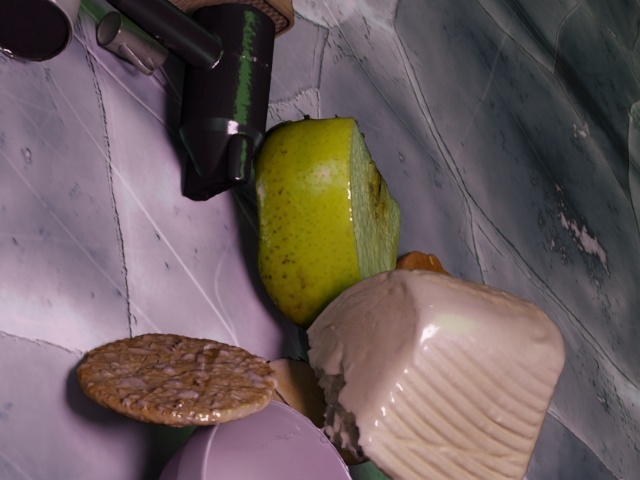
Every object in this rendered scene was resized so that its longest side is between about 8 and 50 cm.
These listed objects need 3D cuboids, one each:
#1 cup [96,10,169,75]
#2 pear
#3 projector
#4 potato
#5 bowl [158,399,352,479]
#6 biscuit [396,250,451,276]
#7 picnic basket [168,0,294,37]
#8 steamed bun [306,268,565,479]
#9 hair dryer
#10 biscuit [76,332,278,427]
[{"bbox_3d":[-0.240,-0.246,1.922,0.083,0.054,0.075,22,67,-45],"label":"cup"},{"bbox_3d":[0.000,0.000,1.988,0.292,0.159,0.292,-7,90,-75],"label":"pear"},{"bbox_3d":[-0.325,-0.367,1.826,0.108,0.108,0.337,40,38,-35],"label":"projector"},{"bbox_3d":[-0.009,0.226,1.889,0.200,0.081,0.164,23,24,-41],"label":"potato"},{"bbox_3d":[-0.080,0.327,1.640,0.287,0.143,0.287,35,41,-38],"label":"bowl"},{"bbox_3d":[0.159,0.118,2.269,0.184,0.035,0.249,36,40,-40],"label":"biscuit"},{"bbox_3d":[-0.163,-0.362,2.012,0.266,0.165,0.139,33,41,-42],"label":"picnic basket"},{"bbox_3d":[0.119,0.155,1.843,0.290,0.273,0.272,24,6,-40],"label":"steamed bun"},{"bbox_3d":[-0.173,-0.206,1.864,0.302,0.116,0.244,33,53,-49],"label":"hair dryer"},{"bbox_3d":[-0.153,0.148,1.624,0.220,0.219,0.033,-31,130,-60],"label":"biscuit"}]
